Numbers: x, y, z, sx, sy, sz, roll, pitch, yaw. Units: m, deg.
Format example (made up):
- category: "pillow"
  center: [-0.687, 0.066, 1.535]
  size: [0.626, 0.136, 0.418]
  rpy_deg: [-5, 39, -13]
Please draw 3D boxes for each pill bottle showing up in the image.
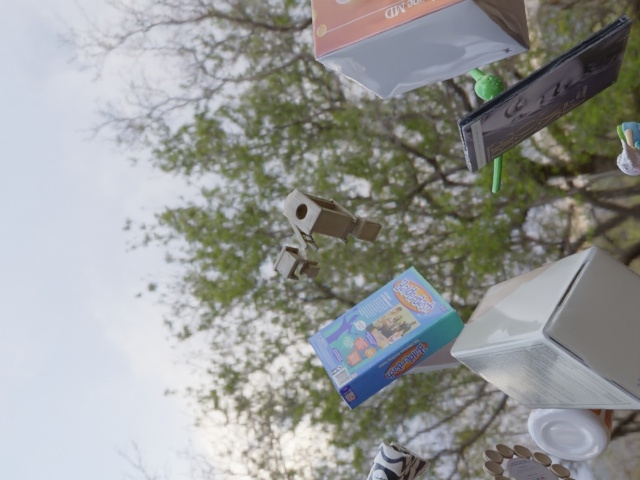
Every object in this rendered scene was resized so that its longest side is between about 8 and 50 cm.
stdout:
- category: "pill bottle"
  center: [0.406, 0.228, 1.296]
  size: [0.121, 0.121, 0.216]
  rpy_deg: [64, -144, -28]

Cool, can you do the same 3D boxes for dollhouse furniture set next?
- category: "dollhouse furniture set"
  center: [0.000, 0.000, 1.653]
  size: [0.182, 0.161, 0.101]
  rpy_deg: [14, -161, -45]

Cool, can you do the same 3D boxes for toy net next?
- category: "toy net"
  center: [0.655, -0.174, 1.702]
  size: [0.122, 0.045, 0.232]
  rpy_deg: [56, -143, -4]

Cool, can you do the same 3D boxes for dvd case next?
- category: "dvd case"
  center: [0.269, -0.170, 0.993]
  size: [0.018, 0.221, 0.164]
  rpy_deg: [60, -175, 18]

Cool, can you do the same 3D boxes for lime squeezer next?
- category: "lime squeezer"
  center: [0.316, -0.246, 1.574]
  size: [0.059, 0.110, 0.310]
  rpy_deg: [-19, -89, -39]

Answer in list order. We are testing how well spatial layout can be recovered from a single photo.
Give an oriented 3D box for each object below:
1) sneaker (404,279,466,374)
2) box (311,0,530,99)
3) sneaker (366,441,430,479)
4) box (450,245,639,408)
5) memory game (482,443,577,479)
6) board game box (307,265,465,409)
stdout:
- category: "sneaker"
  center: [0.217, 0.146, 1.484]
  size: [0.292, 0.108, 0.169]
  rpy_deg: [3, -113, -44]
- category: "box"
  center: [0.114, -0.388, 1.032]
  size: [0.168, 0.215, 0.345]
  rpy_deg: [15, -114, -52]
- category: "sneaker"
  center: [0.159, 0.535, 1.816]
  size: [0.153, 0.094, 0.235]
  rpy_deg: [-61, -21, -5]
- category: "box"
  center: [0.290, 0.120, 1.003]
  size: [0.121, 0.148, 0.311]
  rpy_deg: [-55, 2, -15]
- category: "memory game"
  center: [0.368, 0.413, 1.425]
  size: [0.186, 0.186, 0.012]
  rpy_deg: [-35, -36, -66]
- category: "board game box"
  center: [0.098, 0.145, 1.266]
  size: [0.047, 0.210, 0.160]
  rpy_deg: [56, 178, -29]
